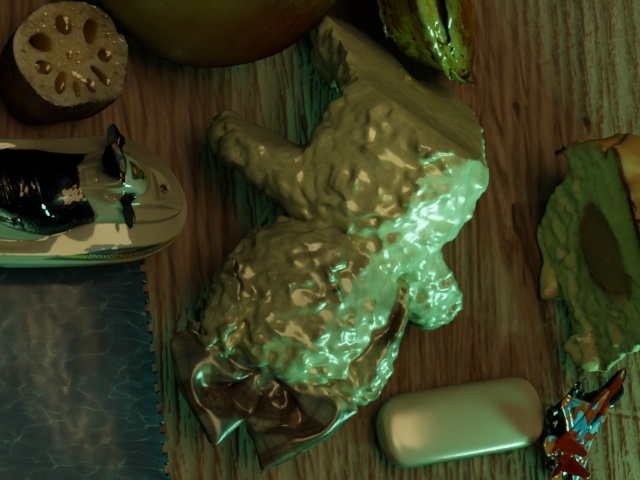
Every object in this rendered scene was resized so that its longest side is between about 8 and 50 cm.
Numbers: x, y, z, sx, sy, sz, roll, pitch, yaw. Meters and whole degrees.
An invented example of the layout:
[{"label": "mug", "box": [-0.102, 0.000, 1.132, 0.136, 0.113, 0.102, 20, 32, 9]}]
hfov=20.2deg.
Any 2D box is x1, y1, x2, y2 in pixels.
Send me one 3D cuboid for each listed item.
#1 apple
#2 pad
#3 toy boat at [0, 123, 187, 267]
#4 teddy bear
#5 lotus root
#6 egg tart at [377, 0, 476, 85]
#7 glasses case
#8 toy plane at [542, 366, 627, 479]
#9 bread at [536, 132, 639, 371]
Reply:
[{"label": "apple", "box": [-0.091, -0.344, 1.795, 0.319, 0.277, 0.319, 9, 71, -28]}, {"label": "pad", "box": [-0.276, 0.133, 1.715, 0.269, 0.012, 0.269, -3, 78, -30]}, {"label": "toy boat", "box": [-0.252, -0.047, 1.709, 0.269, 0.141, 0.141, -5, 79, -16]}, {"label": "teddy bear", "box": [0.000, 0.000, 1.854, 0.327, 0.375, 0.362, 32, 105, -18]}, {"label": "lotus root", "box": [-0.256, -0.173, 1.770, 0.122, 0.081, 0.112, -14, 82, -31]}, {"label": "egg tart", "box": [0.097, -0.299, 1.945, 0.297, 0.132, 0.297, -13, 90, -76]}, {"label": "glasses case", "box": [0.150, 0.193, 1.911, 0.204, 0.051, 0.081, -4, 77, -30]}, {"label": "toy plane", "box": [0.290, 0.195, 1.980, 0.189, 0.061, 0.130, -53, 139, -46]}, {"label": "bread", "box": [0.319, -0.001, 1.983, 0.211, 0.183, 0.224, 41, 58, -12]}]
